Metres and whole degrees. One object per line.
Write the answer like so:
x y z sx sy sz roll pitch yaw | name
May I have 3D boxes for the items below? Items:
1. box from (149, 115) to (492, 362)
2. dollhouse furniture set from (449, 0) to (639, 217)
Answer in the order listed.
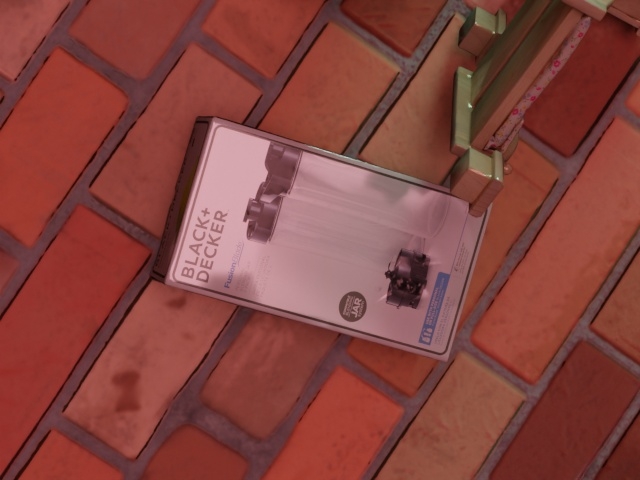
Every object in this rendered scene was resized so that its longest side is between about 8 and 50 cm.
0.000 0.000 1.750 0.290 0.087 0.169 17 90 -14 | box
0.270 -0.204 1.657 0.174 0.355 0.303 26 127 -13 | dollhouse furniture set
